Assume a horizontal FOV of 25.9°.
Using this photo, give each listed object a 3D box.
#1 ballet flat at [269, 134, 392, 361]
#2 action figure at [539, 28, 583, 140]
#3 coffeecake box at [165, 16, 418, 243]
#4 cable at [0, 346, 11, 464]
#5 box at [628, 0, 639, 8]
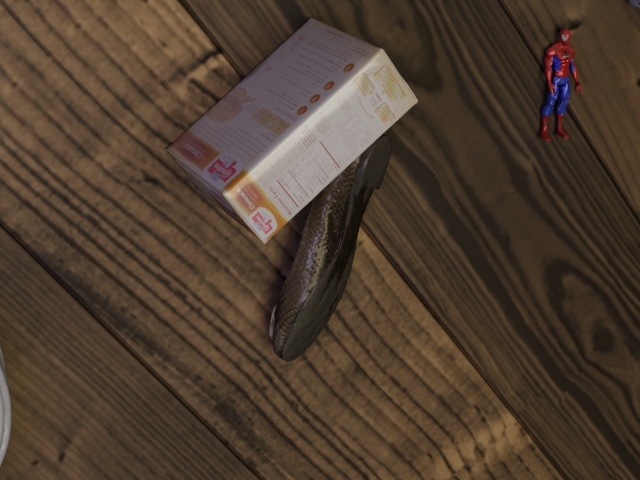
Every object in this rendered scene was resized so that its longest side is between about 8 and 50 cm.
[{"bbox_3d":[0.000,0.000,1.355,0.084,0.058,0.250,-15,129,-62],"label":"ballet flat"},{"bbox_3d":[0.247,-0.161,1.437,0.038,0.030,0.115,-7,111,-20],"label":"action figure"},{"bbox_3d":[-0.028,-0.102,1.241,0.185,0.142,0.068,-43,123,-7],"label":"coffeecake box"},{"bbox_3d":[-0.387,0.144,1.177,0.257,0.089,0.257,-14,115,-23],"label":"cable"},{"bbox_3d":[0.466,-0.310,1.372,0.262,0.231,0.127,-27,120,-16],"label":"box"}]
